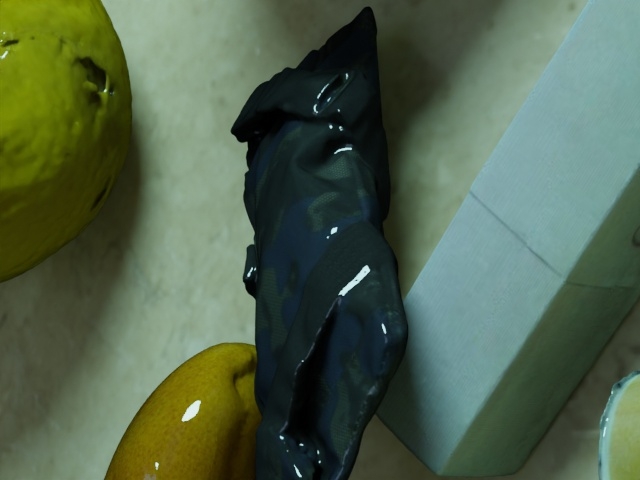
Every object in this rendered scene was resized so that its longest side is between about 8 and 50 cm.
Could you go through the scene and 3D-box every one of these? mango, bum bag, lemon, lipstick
[{"bbox_3d":[-0.082,0.133,1.019,0.084,0.105,0.159,7,85,22],"label":"mango"},{"bbox_3d":[0.000,0.000,0.937,0.137,0.074,0.310,-54,31,41],"label":"bum bag"},{"bbox_3d":[-0.236,-0.096,1.093,0.228,0.228,0.253,-47,60,26],"label":"lemon"},{"bbox_3d":[0.148,-0.051,0.863,0.080,0.076,0.371,44,114,35],"label":"lipstick"}]

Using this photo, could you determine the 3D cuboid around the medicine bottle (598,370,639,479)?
[{"bbox_3d":[0.313,0.085,0.695,0.426,0.108,0.108,-9,79,41],"label":"medicine bottle"}]
